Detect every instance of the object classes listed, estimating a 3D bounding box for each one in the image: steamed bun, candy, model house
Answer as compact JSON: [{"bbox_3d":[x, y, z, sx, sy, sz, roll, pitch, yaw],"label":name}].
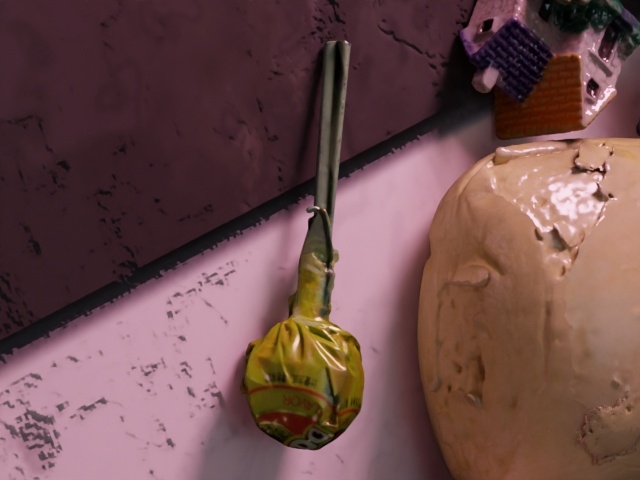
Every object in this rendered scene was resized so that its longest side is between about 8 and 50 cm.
[{"bbox_3d":[0.188,0.065,1.124,0.232,0.166,0.273,-3,94,-44],"label":"steamed bun"},{"bbox_3d":[-0.001,0.000,1.026,0.077,0.073,0.262,23,69,-60],"label":"candy"},{"bbox_3d":[0.155,-0.129,1.135,0.100,0.087,0.100,38,66,-34],"label":"model house"}]

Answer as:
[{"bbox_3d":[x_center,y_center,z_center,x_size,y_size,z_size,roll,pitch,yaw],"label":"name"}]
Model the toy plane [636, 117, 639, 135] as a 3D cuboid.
[{"bbox_3d":[0.338,-0.077,1.285,0.252,0.118,0.252,-3,94,-49],"label":"toy plane"}]
